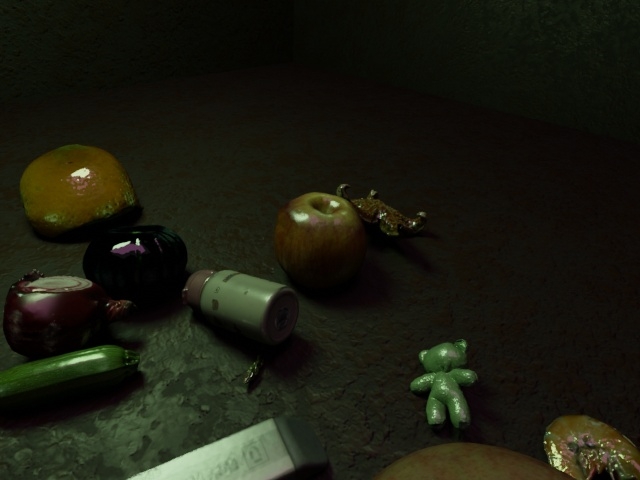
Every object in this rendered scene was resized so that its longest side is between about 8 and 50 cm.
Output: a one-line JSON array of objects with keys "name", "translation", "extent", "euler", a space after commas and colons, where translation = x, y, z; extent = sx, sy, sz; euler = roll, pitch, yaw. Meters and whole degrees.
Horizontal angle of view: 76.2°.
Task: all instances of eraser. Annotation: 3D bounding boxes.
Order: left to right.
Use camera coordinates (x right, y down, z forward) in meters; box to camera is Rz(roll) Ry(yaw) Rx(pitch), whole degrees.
[{"name": "eraser", "translation": [-0.155, 0.321, 0.520], "extent": [0.352, 0.061, 0.089], "euler": [-15, 38, -25]}]

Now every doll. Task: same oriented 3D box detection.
[{"name": "doll", "translation": [0.210, 0.243, 0.679], "extent": [0.115, 0.077, 0.150], "euler": [-22, 33, 32]}]

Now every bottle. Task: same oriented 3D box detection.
[{"name": "bottle", "translation": [-0.161, 0.115, 0.774], "extent": [0.233, 0.110, 0.110], "euler": [10, 32, 32]}]

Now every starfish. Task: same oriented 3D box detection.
[{"name": "starfish", "translation": [0.129, -0.077, 1.074], "extent": [0.312, 0.113, 0.303], "euler": [18, 10, 34]}]

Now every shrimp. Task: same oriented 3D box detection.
[{"name": "shrimp", "translation": [0.406, 0.336, 0.577], "extent": [0.132, 0.051, 0.187], "euler": [-28, 36, -11]}]

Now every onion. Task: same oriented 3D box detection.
[{"name": "onion", "translation": [-0.432, 0.140, 0.710], "extent": [0.198, 0.135, 0.173], "euler": [12, 10, -14]}]

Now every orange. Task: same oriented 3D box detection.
[{"name": "orange", "translation": [-0.650, -0.141, 1.087], "extent": [0.263, 0.196, 0.334], "euler": [-25, 49, -16]}]

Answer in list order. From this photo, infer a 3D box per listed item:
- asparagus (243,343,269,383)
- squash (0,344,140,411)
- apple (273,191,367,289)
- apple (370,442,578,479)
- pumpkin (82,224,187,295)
[{"name": "asparagus", "translation": [-0.098, 0.181, 0.771], "extent": [0.023, 0.022, 0.233], "euler": [38, 32, -10]}, {"name": "squash", "translation": [-0.403, 0.214, 0.644], "extent": [0.219, 0.077, 0.068], "euler": [-8, 44, -21]}, {"name": "apple", "translation": [0.000, 0.000, 0.907], "extent": [0.211, 0.188, 0.211], "euler": [5, 35, -4]}, {"name": "apple", "translation": [0.158, 0.339, 0.337], "extent": [0.345, 0.269, 0.345], "euler": [3, 35, -2]}, {"name": "pumpkin", "translation": [-0.379, 0.042, 0.846], "extent": [0.202, 0.140, 0.202], "euler": [1, 12, 0]}]
